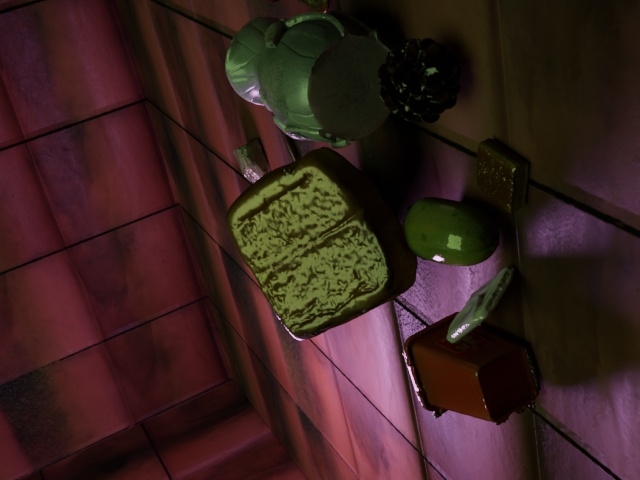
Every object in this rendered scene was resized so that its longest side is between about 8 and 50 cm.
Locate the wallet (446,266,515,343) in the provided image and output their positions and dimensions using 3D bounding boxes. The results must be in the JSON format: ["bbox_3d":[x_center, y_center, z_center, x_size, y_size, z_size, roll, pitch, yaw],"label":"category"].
[{"bbox_3d":[0.278,0.115,1.550,0.032,0.124,0.183,36,158,4],"label":"wallet"}]

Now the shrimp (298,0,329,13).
[{"bbox_3d":[-0.018,-0.503,1.776,0.127,0.025,0.091,30,139,55],"label":"shrimp"}]

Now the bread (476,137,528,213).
[{"bbox_3d":[0.287,-0.104,1.391,0.094,0.035,0.090,47,153,46],"label":"bread"}]

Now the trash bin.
[{"bbox_3d":[0.284,0.255,1.641,0.238,0.161,0.185,14,125,63],"label":"trash bin"}]

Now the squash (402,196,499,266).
[{"bbox_3d":[0.237,-0.008,1.516,0.186,0.123,0.123,20,131,62],"label":"squash"}]

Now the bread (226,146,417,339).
[{"bbox_3d":[0.004,-0.003,1.687,0.337,0.148,0.328,-33,90,37],"label":"bread"}]

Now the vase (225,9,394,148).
[{"bbox_3d":[-0.032,-0.324,1.704,0.445,0.249,0.250,34,143,59],"label":"vase"}]

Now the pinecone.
[{"bbox_3d":[0.156,-0.256,1.400,0.140,0.140,0.121,65,-174,6],"label":"pinecone"}]

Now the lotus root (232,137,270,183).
[{"bbox_3d":[-0.201,-0.218,2.546,0.144,0.070,0.143,65,162,3],"label":"lotus root"}]

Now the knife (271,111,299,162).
[{"bbox_3d":[-0.103,-0.297,2.274,0.035,0.018,0.247,129,119,-73],"label":"knife"}]
